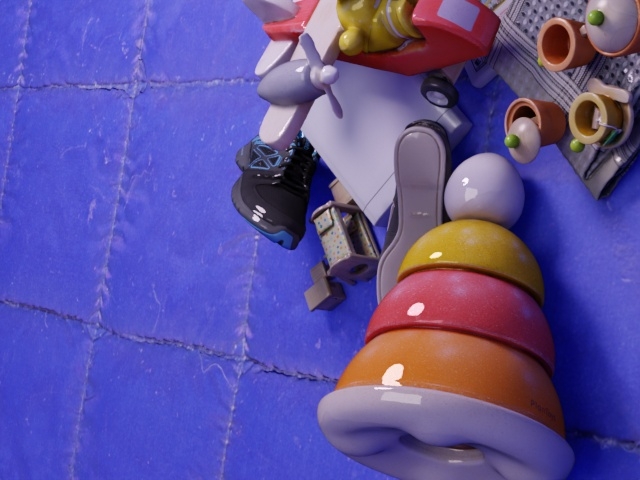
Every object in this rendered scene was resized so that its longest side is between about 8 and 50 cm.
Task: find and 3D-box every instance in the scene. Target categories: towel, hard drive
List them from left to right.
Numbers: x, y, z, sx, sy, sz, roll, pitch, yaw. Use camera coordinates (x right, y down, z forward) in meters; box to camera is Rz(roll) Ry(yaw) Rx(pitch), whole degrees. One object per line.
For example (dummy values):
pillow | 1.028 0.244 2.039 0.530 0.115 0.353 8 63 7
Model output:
hard drive | 0.067 -0.230 2.053 0.233 0.047 0.353 -51 61 28
towel | 0.371 -0.267 1.717 0.324 0.056 0.312 57 136 31

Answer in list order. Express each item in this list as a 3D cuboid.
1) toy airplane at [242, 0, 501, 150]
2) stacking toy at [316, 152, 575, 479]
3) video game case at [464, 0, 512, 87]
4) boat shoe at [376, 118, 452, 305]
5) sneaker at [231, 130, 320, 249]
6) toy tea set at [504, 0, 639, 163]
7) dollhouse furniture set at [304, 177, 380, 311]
toy airplane | 0.036 -0.351 1.878 0.384 0.272 0.386 -27 53 7
stacking toy | 0.211 0.096 1.765 0.350 0.350 0.480 -12 54 45
video game case | 0.283 -0.381 1.918 0.227 0.026 0.206 -41 55 35
boat shoe | 0.157 -0.023 1.930 0.112 0.095 0.335 10 109 18
sneaker | -0.068 -0.111 2.108 0.139 0.125 0.341 -45 28 19
toy tea set | 0.330 -0.231 1.637 0.200 0.124 0.336 50 134 41
dollhouse furniture set | 0.000 0.000 2.088 0.161 0.101 0.182 -42 54 34
